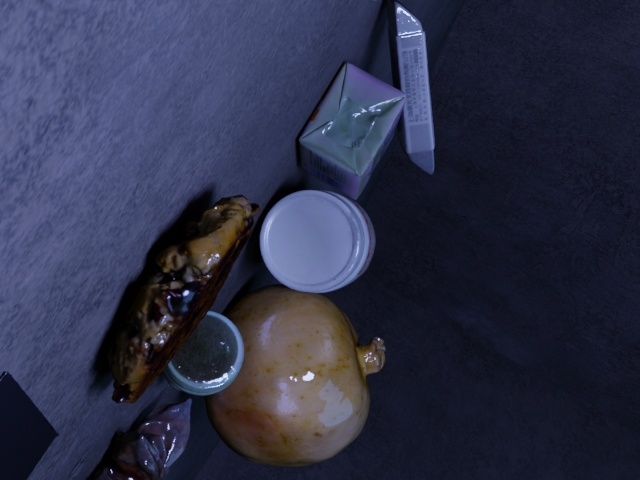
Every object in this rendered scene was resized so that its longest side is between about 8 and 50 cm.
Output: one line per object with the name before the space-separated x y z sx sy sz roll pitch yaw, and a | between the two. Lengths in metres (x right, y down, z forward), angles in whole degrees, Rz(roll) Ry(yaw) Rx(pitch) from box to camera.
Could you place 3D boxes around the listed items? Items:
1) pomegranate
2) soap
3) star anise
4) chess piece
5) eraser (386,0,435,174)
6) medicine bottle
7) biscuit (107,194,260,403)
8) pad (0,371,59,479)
pomegranate | -0.055 0.280 2.105 0.411 0.411 0.411 -59 174 -10
soap | 0.058 -0.201 1.866 0.182 0.138 0.199 -59 175 -10
star anise | -0.329 0.405 1.776 0.315 0.108 0.315 -58 171 -15
chess piece | -0.225 0.212 1.726 0.139 0.139 0.271 -57 -174 -24
eraser | 0.173 -0.292 1.901 0.089 0.061 0.352 -109 -170 -63
medicine bottle | 0.000 0.000 2.023 0.211 0.211 0.371 -60 175 3
biscuit | -0.198 0.077 1.371 0.334 0.081 0.289 -59 176 33
pad | -0.394 0.292 1.124 0.248 0.007 0.367 -57 173 -21
